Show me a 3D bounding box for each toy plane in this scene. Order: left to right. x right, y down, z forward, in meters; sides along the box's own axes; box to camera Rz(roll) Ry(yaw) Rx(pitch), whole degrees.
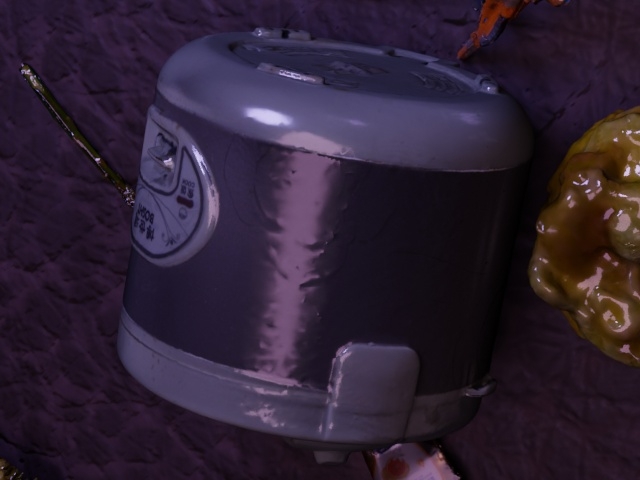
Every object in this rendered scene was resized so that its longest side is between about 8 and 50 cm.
[{"bbox_3d":[0.132,-0.177,1.407,0.135,0.188,0.062,5,79,-17],"label":"toy plane"}]

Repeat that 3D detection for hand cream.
[{"bbox_3d":[0.071,0.179,1.546,0.062,0.039,0.163,-33,90,6],"label":"hand cream"}]

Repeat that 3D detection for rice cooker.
[{"bbox_3d":[-0.002,0.002,1.415,0.288,0.288,0.277,16,106,16],"label":"rice cooker"}]

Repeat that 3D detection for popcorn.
[{"bbox_3d":[0.239,-0.007,1.389,0.197,0.155,0.198,1,97,7],"label":"popcorn"}]

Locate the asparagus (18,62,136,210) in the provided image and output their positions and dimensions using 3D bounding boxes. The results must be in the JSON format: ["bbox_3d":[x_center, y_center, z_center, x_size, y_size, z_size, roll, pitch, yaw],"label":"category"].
[{"bbox_3d":[-0.189,-0.078,1.601,0.166,0.013,0.016,51,123,5],"label":"asparagus"}]

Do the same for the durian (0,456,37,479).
[{"bbox_3d":[-0.311,0.212,1.672,0.186,0.119,0.108,-21,55,11],"label":"durian"}]
